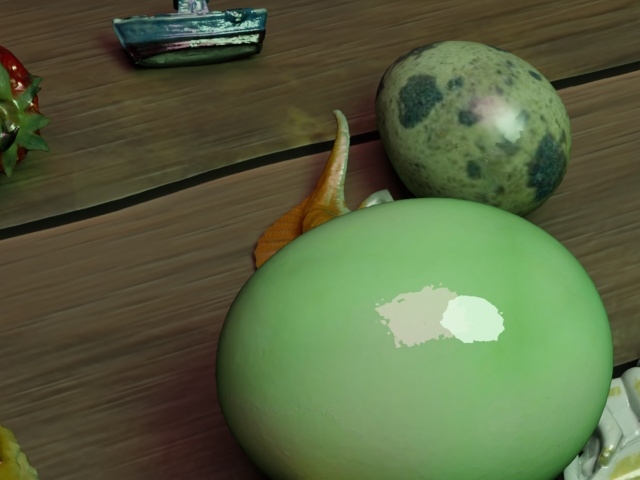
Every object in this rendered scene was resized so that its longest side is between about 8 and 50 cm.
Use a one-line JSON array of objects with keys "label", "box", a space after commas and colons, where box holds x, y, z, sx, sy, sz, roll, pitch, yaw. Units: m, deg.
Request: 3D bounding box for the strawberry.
[{"label": "strawberry", "box": [-0.302, -0.096, 1.084, 0.148, 0.131, 0.131, -19, 46, 32]}]

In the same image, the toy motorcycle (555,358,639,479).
[{"label": "toy motorcycle", "box": [0.234, 0.150, 0.978, 0.151, 0.074, 0.229, 22, 56, 21]}]

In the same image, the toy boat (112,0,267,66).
[{"label": "toy boat", "box": [-0.114, -0.190, 1.195, 0.137, 0.060, 0.061, -10, 75, -5]}]

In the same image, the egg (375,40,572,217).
[{"label": "egg", "box": [0.119, -0.091, 1.102, 0.141, 0.141, 0.181, -34, 55, -26]}]

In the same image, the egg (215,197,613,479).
[{"label": "egg", "box": [0.064, 0.082, 0.913, 0.269, 0.220, 0.220, -10, 56, -13]}]

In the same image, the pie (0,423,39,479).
[{"label": "pie", "box": [-0.298, 0.216, 0.809, 0.315, 0.092, 0.315, -11, 52, 14]}]

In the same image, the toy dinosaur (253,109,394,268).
[{"label": "toy dinosaur", "box": [0.001, 0.001, 1.085, 0.142, 0.057, 0.212, -27, 47, 0]}]
